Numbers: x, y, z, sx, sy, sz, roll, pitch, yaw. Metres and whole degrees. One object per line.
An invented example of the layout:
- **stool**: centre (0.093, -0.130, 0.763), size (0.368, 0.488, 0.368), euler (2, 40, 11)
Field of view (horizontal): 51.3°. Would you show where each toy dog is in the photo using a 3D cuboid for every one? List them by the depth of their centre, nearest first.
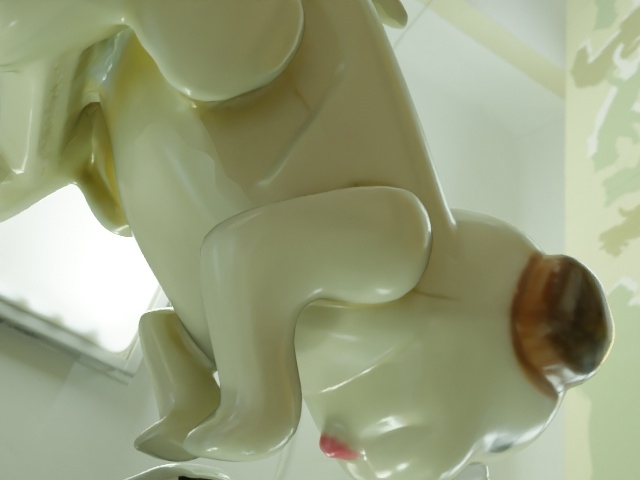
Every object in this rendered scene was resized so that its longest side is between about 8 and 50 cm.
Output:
- **toy dog**: centre (0.000, 0.000, 0.490), size (0.408, 0.284, 0.395), euler (48, -133, -1)

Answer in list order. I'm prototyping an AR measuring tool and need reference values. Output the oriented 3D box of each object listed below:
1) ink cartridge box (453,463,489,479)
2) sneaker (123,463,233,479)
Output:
- **ink cartridge box**: centre (0.161, 0.399, 0.731), size (0.371, 0.069, 0.176), euler (-21, -66, -77)
- **sneaker**: centre (-0.118, 0.214, 0.411), size (0.216, 0.079, 0.121), euler (12, -153, -48)
